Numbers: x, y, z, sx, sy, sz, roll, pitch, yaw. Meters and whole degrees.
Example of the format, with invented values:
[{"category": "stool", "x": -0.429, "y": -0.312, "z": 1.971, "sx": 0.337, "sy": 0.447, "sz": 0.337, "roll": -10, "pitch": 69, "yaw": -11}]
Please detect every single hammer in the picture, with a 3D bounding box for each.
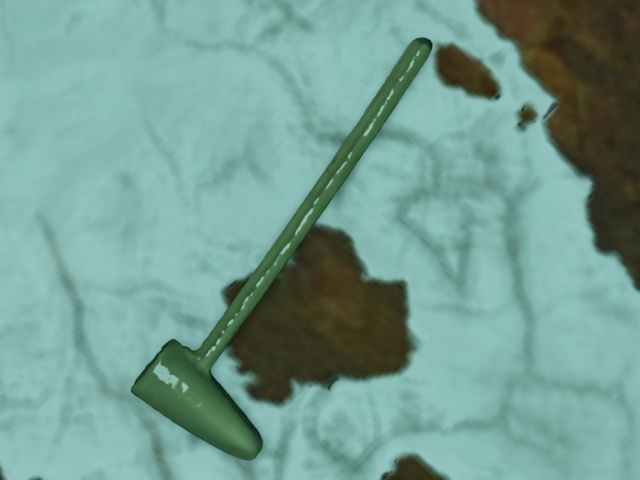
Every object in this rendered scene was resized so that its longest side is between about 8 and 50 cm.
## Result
[{"category": "hammer", "x": 0.000, "y": 0.000, "z": 0.793, "sx": 0.060, "sy": 0.028, "sz": 0.195, "roll": 35, "pitch": 85, "yaw": -4}]
